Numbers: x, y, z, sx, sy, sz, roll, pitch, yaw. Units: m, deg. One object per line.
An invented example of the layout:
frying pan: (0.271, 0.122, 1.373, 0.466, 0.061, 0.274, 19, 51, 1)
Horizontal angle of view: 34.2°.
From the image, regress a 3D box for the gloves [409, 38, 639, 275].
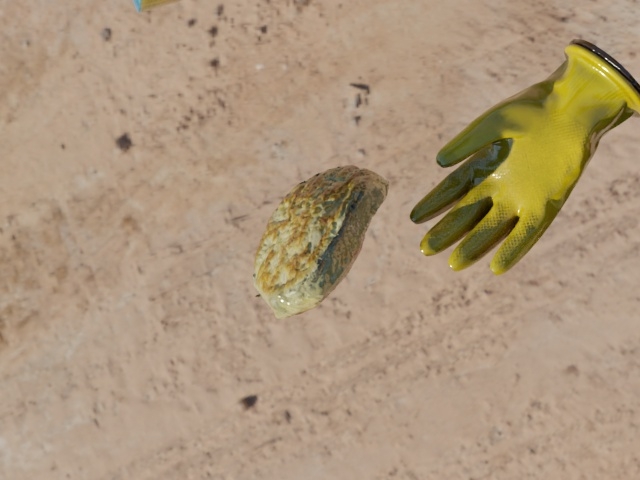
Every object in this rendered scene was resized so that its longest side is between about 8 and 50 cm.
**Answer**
gloves: (0.229, -0.082, 1.186, 0.294, 0.116, 0.133, -46, 57, 2)

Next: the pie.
pie: (0.000, 0.000, 1.220, 0.179, 0.084, 0.205, -5, 55, 59)

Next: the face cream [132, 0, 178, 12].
face cream: (-0.077, -0.343, 1.098, 0.067, 0.285, 0.139, -123, 17, -53)
